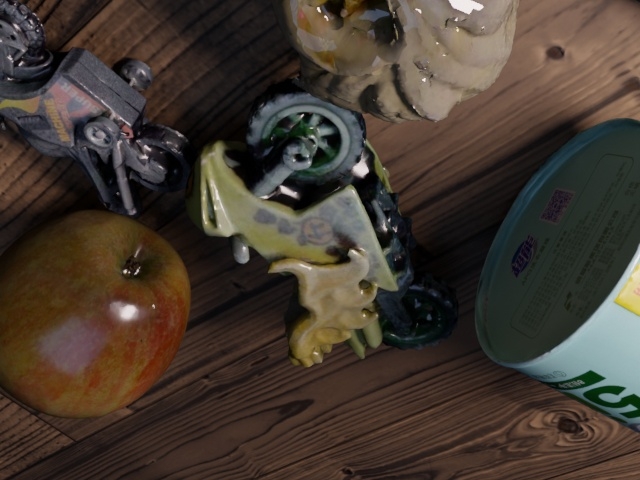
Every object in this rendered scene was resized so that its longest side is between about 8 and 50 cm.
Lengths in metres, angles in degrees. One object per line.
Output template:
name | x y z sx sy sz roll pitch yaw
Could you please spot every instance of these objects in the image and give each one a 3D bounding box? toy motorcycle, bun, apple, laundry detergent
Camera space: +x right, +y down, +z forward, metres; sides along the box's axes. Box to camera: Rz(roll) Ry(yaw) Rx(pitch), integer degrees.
toy motorcycle | 0.000 0.000 1.021 0.237 0.168 0.410 -15 128 25
bun | 0.055 -0.231 0.750 0.282 0.204 0.281 4 122 6
apple | -0.292 0.089 1.103 0.257 0.256 0.234 35 131 -20
laundry detergent | 0.370 0.066 0.928 0.305 0.287 0.287 28 131 -14
toy motorcycle | -0.282 -0.145 0.992 0.173 0.108 0.307 -23 126 39
